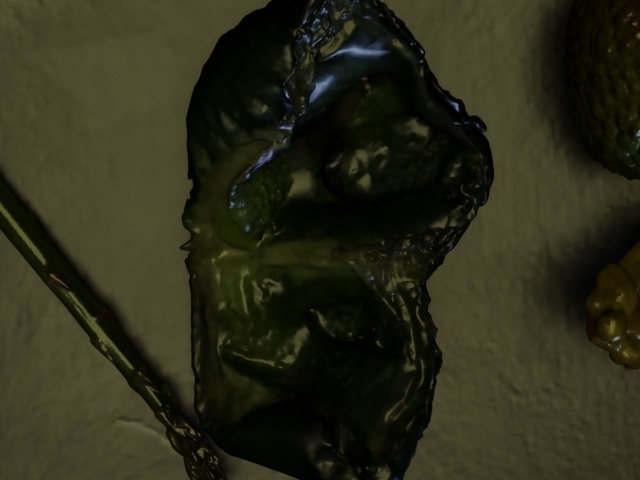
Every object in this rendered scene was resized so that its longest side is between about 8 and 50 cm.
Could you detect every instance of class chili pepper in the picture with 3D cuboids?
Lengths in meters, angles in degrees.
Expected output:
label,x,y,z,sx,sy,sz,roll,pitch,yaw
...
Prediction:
label,x,y,z,sx,sy,sz,roll,pitch,yaw
chili pepper,0.004,-0.004,0.645,0.148,0.116,0.264,7,103,36

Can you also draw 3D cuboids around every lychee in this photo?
label,x,y,z,sx,sy,sz,roll,pitch,yaw
lychee,0.186,-0.103,0.640,0.114,0.114,0.146,16,113,-3

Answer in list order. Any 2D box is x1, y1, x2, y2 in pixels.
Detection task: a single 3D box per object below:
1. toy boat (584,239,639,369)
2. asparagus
label,x,y,z,sx,sy,sz,roll,pitch,yaw
toy boat,0.291,0.016,0.659,0.318,0.099,0.140,-10,98,-4
asparagus,-0.125,0.048,0.676,0.025,0.024,0.248,-38,91,-23
